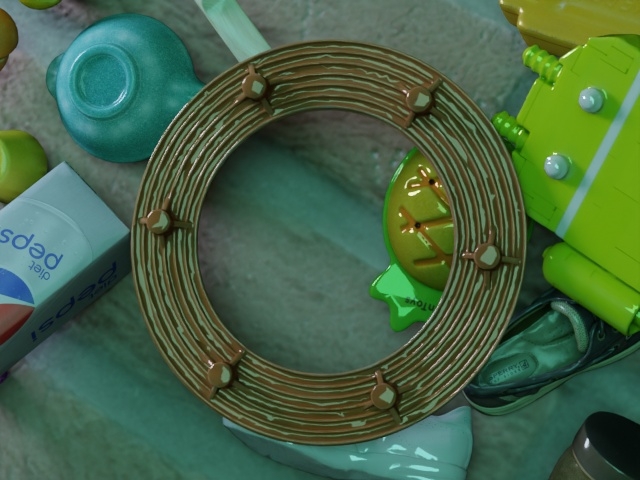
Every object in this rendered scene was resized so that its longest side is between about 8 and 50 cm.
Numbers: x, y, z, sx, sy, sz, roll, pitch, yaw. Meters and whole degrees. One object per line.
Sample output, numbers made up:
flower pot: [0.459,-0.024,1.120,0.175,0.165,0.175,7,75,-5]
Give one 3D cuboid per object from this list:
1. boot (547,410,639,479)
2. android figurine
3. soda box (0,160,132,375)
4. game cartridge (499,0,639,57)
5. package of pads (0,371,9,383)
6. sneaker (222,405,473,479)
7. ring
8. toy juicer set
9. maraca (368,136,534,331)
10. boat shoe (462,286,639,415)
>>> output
boot: [0.317,0.267,1.302,0.305,0.112,0.115,34,119,9]
android figurine: [0.257,-0.054,1.258,0.273,0.056,0.248,37,118,21]
soda box: [-0.296,0.064,1.380,0.286,0.098,0.091,-40,77,-17]
game cartridge: [0.334,-0.270,1.321,0.285,0.052,0.323,22,75,29]
package of pads: [-0.321,0.100,1.445,0.032,0.050,0.083,-45,77,1]
sneaker: [0.026,0.154,1.373,0.212,0.080,0.094,13,72,6]
ring: [0.000,0.000,1.317,0.336,0.032,0.336,-1,85,13]
toy juicer set: [-0.185,-0.172,1.437,0.329,0.089,0.209,-17,83,16]
maraca: [0.111,-0.004,1.361,0.127,0.099,0.185,18,96,5]
boat shoe: [0.214,0.073,1.343,0.223,0.073,0.080,-32,78,4]
